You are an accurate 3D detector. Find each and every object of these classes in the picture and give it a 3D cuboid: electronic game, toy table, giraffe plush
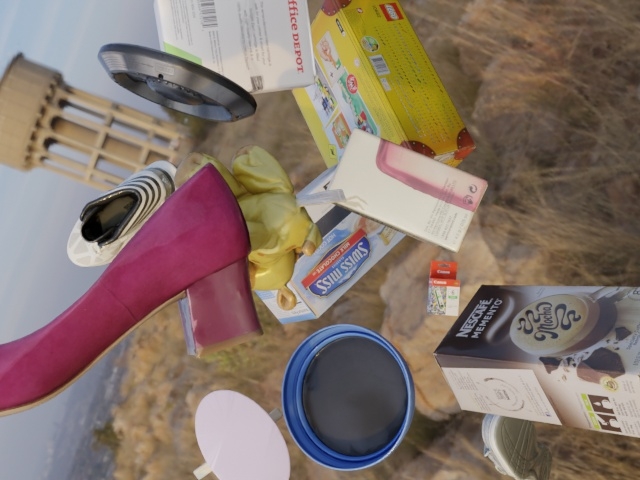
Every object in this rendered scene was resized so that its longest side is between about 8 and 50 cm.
[{"bbox_3d":[-0.200,-0.222,1.091,0.229,0.229,0.048,-179,106,-75],"label":"electronic game"},{"bbox_3d":[-0.188,0.482,1.822,0.274,0.252,0.161,64,167,10],"label":"toy table"},{"bbox_3d":[-0.085,-0.001,0.978,0.170,0.210,0.181,103,170,-51],"label":"giraffe plush"}]

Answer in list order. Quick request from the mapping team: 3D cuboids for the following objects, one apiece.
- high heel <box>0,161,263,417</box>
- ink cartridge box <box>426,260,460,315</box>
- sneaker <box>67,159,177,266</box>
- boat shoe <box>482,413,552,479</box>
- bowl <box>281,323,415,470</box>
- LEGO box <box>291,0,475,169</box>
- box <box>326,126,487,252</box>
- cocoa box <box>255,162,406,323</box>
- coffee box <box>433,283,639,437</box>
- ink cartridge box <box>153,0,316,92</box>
[{"bbox_3d":[-0.241,0.049,0.709,0.127,0.377,0.181,-15,89,61],"label":"high heel"},{"bbox_3d":[0.264,0.102,1.649,0.029,0.063,0.115,167,108,-84],"label":"ink cartridge box"},{"bbox_3d":[-0.568,-0.042,1.973,0.448,0.169,0.257,-34,0,31],"label":"sneaker"},{"bbox_3d":[0.388,0.427,1.587,0.103,0.320,0.118,6,66,35],"label":"boat shoe"},{"bbox_3d":[0.078,0.425,2.115,0.077,0.391,0.391,16,-83,-61],"label":"bowl"},{"bbox_3d":[0.133,-0.345,2.015,0.500,0.193,0.372,66,152,14],"label":"LEGO box"},{"bbox_3d":[0.140,-0.080,1.282,0.148,0.232,0.126,7,-74,-86],"label":"box"},{"bbox_3d":[0.000,0.000,1.810,0.347,0.228,0.231,-41,8,-24],"label":"cocoa box"},{"bbox_3d":[0.333,0.156,1.072,0.297,0.118,0.168,-2,35,44],"label":"coffee box"},{"bbox_3d":[-0.161,-0.374,1.458,0.115,0.273,0.198,-160,62,-75],"label":"ink cartridge box"}]
